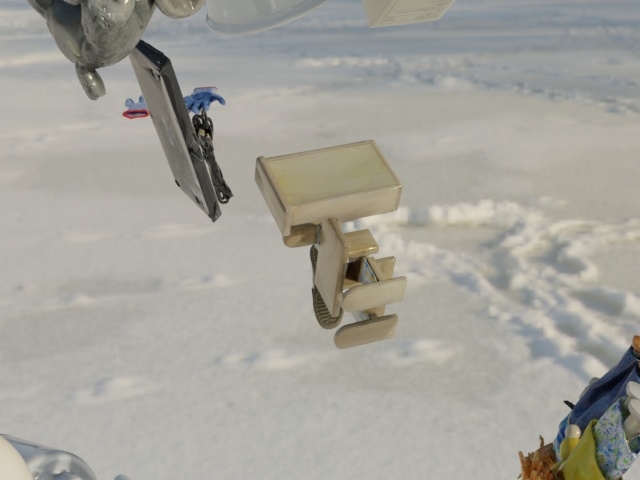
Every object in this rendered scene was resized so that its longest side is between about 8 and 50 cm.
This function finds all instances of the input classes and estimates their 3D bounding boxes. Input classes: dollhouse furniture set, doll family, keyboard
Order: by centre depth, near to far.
[{"bbox_3d":[0.230,0.168,0.882,0.118,0.163,0.263,31,28,0],"label":"doll family"},{"bbox_3d":[0.000,0.000,1.416,0.161,0.242,0.212,-11,47,-19],"label":"dollhouse furniture set"},{"bbox_3d":[-0.192,-0.146,1.551,0.033,0.317,0.201,-34,52,-17],"label":"keyboard"}]

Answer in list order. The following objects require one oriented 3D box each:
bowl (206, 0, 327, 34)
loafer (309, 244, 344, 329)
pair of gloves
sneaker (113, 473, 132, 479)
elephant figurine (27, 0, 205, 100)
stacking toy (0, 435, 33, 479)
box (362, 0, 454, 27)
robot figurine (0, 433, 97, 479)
[{"bbox_3d":[-0.101,-0.514,1.971,0.297,0.134,0.298,-17,33,12],"label":"bowl"},{"bbox_3d":[0.012,0.076,1.759,0.056,0.148,0.050,-4,-15,3],"label":"loafer"},{"bbox_3d":[-0.269,-0.253,1.959,0.198,0.023,0.159,-3,21,6],"label":"pair of gloves"},{"bbox_3d":[-0.306,0.498,1.733,0.126,0.091,0.240,-37,56,-11],"label":"sneaker"},{"bbox_3d":[-0.199,-0.310,1.168,0.239,0.169,0.186,-46,11,-29],"label":"elephant figurine"},{"bbox_3d":[-0.526,0.189,1.130,0.350,0.351,0.480,-10,37,-26],"label":"stacking toy"},{"bbox_3d":[0.176,-0.473,1.744,0.148,0.121,0.311,-11,-10,-19],"label":"box"},{"bbox_3d":[-0.496,0.424,1.716,0.353,0.300,0.200,3,43,41],"label":"robot figurine"}]
